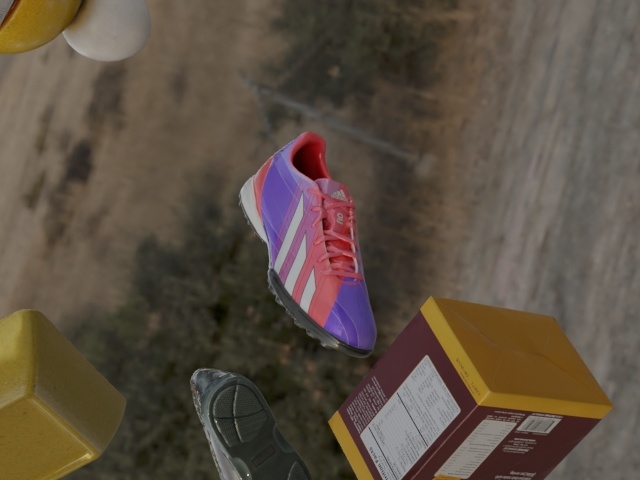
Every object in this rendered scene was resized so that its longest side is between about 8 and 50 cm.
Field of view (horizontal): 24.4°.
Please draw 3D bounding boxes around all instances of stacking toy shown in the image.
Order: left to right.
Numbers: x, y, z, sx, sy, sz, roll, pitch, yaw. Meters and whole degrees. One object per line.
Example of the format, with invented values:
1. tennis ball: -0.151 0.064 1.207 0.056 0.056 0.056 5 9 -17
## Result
1. stacking toy: -0.430 -0.347 1.911 0.351 0.480 0.350 -29 49 39

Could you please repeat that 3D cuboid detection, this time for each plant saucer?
1. plant saucer: -0.424 0.251 1.822 0.081 0.333 0.332 61 179 31

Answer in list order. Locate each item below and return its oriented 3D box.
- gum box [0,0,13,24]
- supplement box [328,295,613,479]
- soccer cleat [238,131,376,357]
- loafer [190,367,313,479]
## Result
1. gum box: -0.387 -0.311 1.644 0.188 0.107 0.062 -57 -22 15
2. supplement box: 0.152 0.179 1.518 0.194 0.191 0.129 -53 47 27
3. soccer cleat: 0.000 0.000 1.654 0.116 0.109 0.318 -50 38 20
4. loafer: -0.076 0.258 1.712 0.084 0.096 0.267 25 140 58
